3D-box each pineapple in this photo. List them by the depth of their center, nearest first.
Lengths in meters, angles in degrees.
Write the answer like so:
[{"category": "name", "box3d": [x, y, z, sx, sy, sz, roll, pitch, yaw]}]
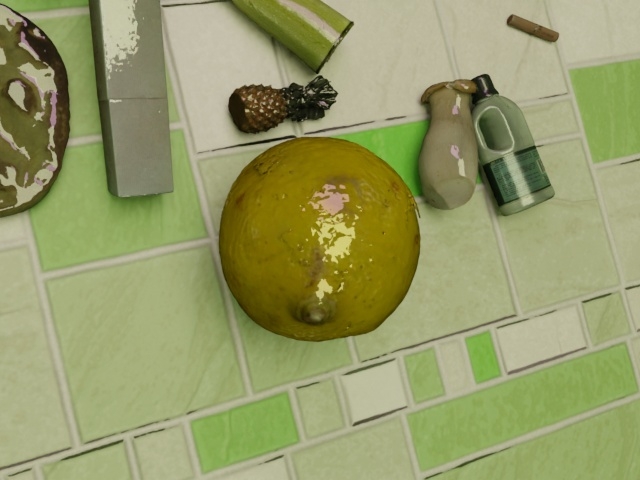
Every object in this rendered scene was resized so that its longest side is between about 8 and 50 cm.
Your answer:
[{"category": "pineapple", "box3d": [-0.049, -0.200, 1.010, 0.160, 0.074, 0.074, -17, 88, -27]}]

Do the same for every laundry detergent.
[{"category": "laundry detergent", "box3d": [0.292, -0.157, 1.114, 0.099, 0.070, 0.225, -22, 91, -14]}]

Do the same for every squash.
[{"category": "squash", "box3d": [-0.069, -0.334, 1.017, 0.224, 0.094, 0.094, 29, 74, -6]}]

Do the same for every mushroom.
[{"category": "mushroom", "box3d": [0.197, -0.150, 1.067, 0.088, 0.097, 0.212, 8, 80, -7]}]

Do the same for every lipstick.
[{"category": "lipstick", "box3d": [-0.244, -0.244, 0.886, 0.080, 0.076, 0.371, -9, 104, -27]}, {"category": "lipstick", "box3d": [0.363, -0.362, 1.193, 0.094, 0.019, 0.018, 15, 78, -16]}]

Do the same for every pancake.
[{"category": "pancake", "box3d": [-0.456, -0.169, 0.878, 0.295, 0.049, 0.294, 1, 86, -19]}]

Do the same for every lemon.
[{"category": "lemon", "box3d": [0.000, 0.000, 0.882, 0.258, 0.310, 0.257, 1, 116, 1]}]
